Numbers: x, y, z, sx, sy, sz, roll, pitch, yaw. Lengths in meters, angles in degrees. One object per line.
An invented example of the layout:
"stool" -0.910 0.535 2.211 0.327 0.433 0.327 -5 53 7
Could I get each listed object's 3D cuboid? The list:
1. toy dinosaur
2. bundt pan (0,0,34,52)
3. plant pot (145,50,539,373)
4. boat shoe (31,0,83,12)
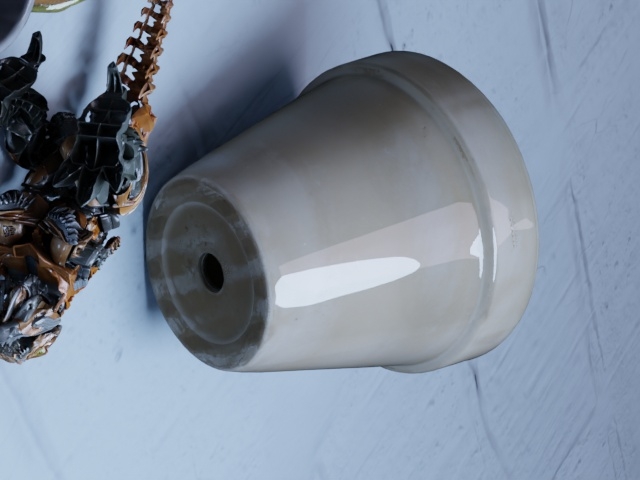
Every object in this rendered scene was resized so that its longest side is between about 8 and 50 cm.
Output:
"toy dinosaur" -0.213 -0.062 1.596 0.218 0.164 0.322 66 26 -67
"bundt pan" -0.314 -0.269 1.310 0.331 0.124 0.330 -32 129 -52
"plant pot" 0.000 0.000 1.822 0.280 0.323 0.323 -18 118 -39
"boat shoe" -0.156 -0.270 1.615 0.307 0.111 0.104 -23 125 -44
